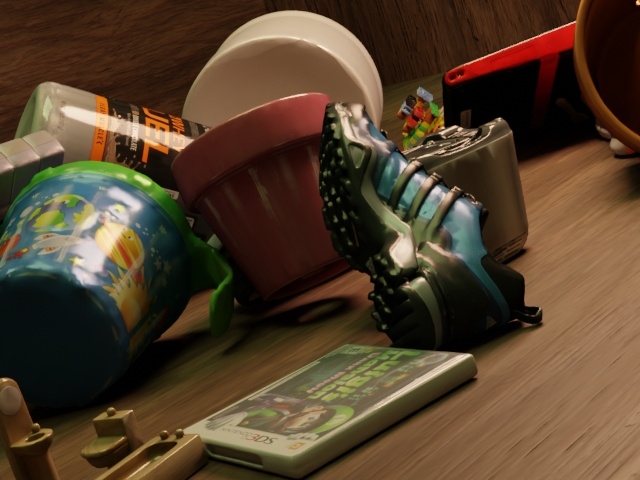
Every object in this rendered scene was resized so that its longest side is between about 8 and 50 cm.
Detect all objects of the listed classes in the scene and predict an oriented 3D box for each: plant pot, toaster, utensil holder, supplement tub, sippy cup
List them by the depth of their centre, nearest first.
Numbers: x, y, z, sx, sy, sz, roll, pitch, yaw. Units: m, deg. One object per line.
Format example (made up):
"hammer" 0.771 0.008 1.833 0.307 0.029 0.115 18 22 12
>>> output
"toaster" 0.125 -0.033 1.318 0.227 0.146 0.129 -25 12 -38
"sippy cup" -0.266 0.059 1.328 0.305 0.240 0.224 -31 18 18
"plant pot" -0.041 -0.040 1.363 0.201 0.180 0.201 -25 -9 -4
"plant pot" 0.450 -0.226 1.512 0.290 0.291 0.203 -17 -6 4
"supplement tub" -0.248 -0.077 1.681 0.338 0.207 0.207 14 -2 -22
"utensil holder" -0.059 -0.204 2.032 0.327 0.328 0.385 -16 13 7

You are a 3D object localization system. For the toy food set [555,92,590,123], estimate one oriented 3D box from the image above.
"toy food set" 0.482 -0.244 1.979 0.192 0.039 0.132 -12 -20 28

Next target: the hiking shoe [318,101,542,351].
"hiking shoe" 0.086 -0.018 1.159 0.132 0.113 0.304 -9 52 -17

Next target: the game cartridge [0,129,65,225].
"game cartridge" -0.430 0.040 1.500 0.230 0.068 0.355 -22 -33 -37

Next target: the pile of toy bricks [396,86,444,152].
"pile of toy bricks" 0.185 -0.205 2.298 0.105 0.118 0.212 -54 11 20

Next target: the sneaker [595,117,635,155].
"sneaker" 0.446 -0.239 1.766 0.124 0.180 0.321 -15 10 10

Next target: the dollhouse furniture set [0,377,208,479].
"dollhouse furniture set" -0.203 0.152 0.957 0.151 0.123 0.144 -10 13 35

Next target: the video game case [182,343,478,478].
"video game case" 0.004 0.133 1.001 0.190 0.022 0.173 -24 13 -33

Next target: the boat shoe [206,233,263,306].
"boat shoe" 0.000 0.000 1.522 0.302 0.091 0.114 -24 -26 -27

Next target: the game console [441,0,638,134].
"game console" 0.360 -0.259 1.978 0.342 0.060 0.386 -17 -13 3
